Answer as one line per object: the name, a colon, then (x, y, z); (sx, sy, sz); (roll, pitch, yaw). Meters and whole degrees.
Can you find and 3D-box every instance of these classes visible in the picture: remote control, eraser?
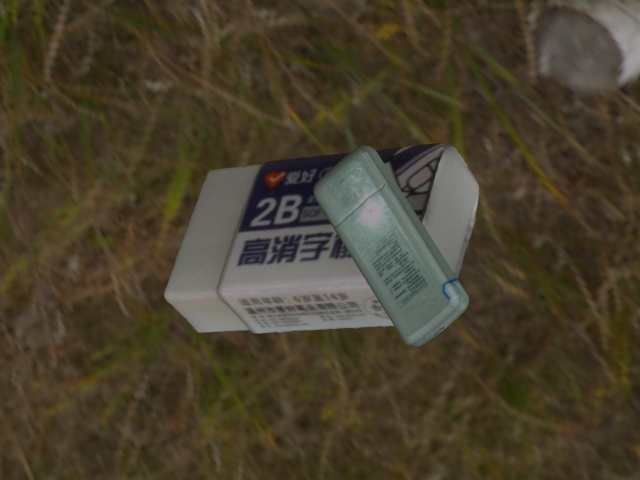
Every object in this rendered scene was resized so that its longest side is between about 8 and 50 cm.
remote control: (0.042, 0.003, 1.188); (0.053, 0.124, 0.018); (-42, 160, 28)
eraser: (0.000, 0.000, 1.405); (0.068, 0.210, 0.124); (49, 47, -42)
